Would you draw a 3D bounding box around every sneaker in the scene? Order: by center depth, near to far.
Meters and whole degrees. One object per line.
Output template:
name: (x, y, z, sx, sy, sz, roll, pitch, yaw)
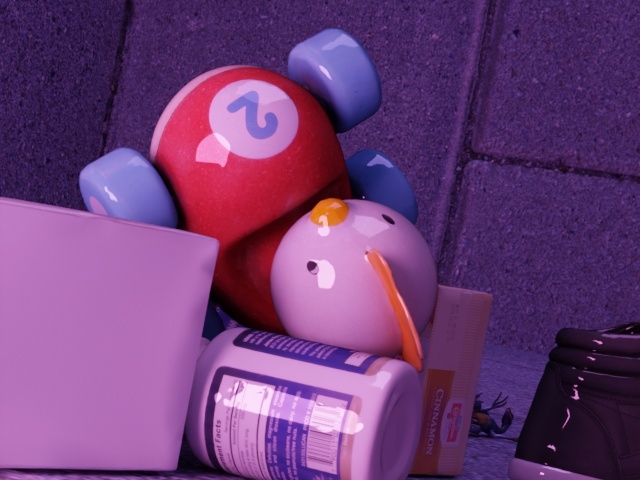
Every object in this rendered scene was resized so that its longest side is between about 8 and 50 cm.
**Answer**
sneaker: (0.299, 0.141, 1.179, 0.296, 0.147, 0.104, 12, -2, -13)

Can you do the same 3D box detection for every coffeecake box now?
coffeecake box: (0.033, 0.094, 1.185, 0.185, 0.142, 0.068, 10, 0, 44)

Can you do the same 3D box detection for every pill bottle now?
pill bottle: (-0.028, 0.107, 0.963, 0.169, 0.094, 0.094, 11, 0, 23)

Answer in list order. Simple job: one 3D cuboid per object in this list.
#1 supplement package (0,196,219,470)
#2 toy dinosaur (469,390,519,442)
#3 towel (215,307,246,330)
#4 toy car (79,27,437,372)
supplement package: (-0.208, 0.046, 0.922, 0.203, 0.149, 0.194, 10, 0, 45)
toy dinosaur: (0.157, 0.171, 1.472, 0.090, 0.047, 0.082, 0, -22, 18)
towel: (-0.126, 0.059, 1.359, 0.336, 0.040, 0.243, 7, -30, -13)
toy car: (0.000, 0.000, 1.024, 0.219, 0.210, 0.238, -33, 35, -20)
